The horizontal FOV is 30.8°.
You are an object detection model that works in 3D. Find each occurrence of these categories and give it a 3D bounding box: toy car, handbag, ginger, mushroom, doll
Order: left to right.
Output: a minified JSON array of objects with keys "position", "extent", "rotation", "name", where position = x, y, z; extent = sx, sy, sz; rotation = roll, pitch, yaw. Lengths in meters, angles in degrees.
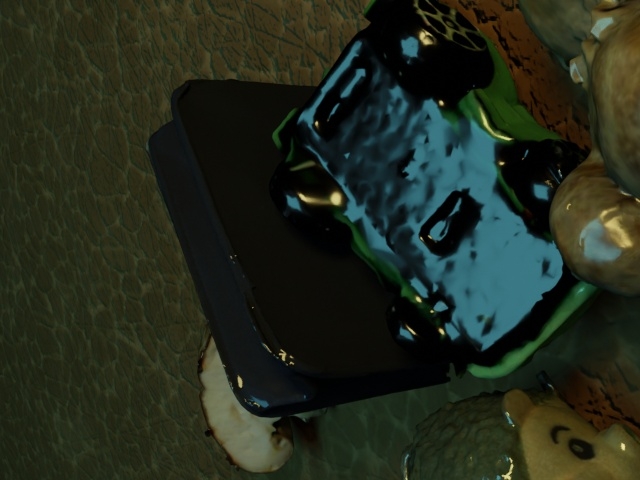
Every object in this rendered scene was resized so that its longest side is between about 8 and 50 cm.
[{"position":[-0.071,0.124,1.373],"extent":[0.151,0.156,0.285],"rotation":[-106,19,-60],"name":"mushroom"},{"position":[0.000,0.000,1.095],"extent":[0.118,0.269,0.325],"rotation":[-51,51,45],"name":"handbag"},{"position":[0.102,-0.067,0.981],"extent":[0.358,0.176,0.213],"rotation":[50,122,21],"name":"toy car"},{"position":[0.194,0.287,0.953],"extent":[0.247,0.247,0.349],"rotation":[-44,60,53],"name":"doll"},{"position":[0.217,-0.121,0.746],"extent":[0.244,0.155,0.304],"rotation":[-33,52,57],"name":"ginger"}]
